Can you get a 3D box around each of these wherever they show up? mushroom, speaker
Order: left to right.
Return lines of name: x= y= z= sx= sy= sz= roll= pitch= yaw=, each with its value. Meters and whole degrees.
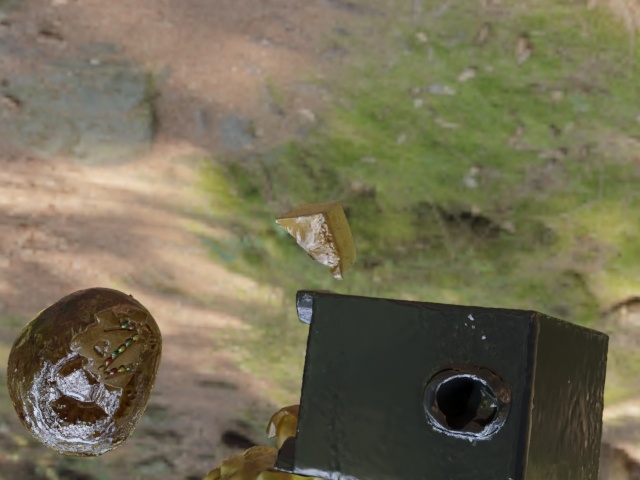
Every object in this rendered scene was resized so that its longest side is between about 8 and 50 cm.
mushroom: x=-0.315 y=0.175 z=1.543 sx=0.194 sy=0.231 sz=0.138 roll=14 pitch=180 yaw=-13
speaker: x=0.117 y=0.154 z=1.111 sx=0.254 sy=0.184 sz=0.232 roll=3 pitch=173 yaw=30

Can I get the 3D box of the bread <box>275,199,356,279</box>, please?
bread: x=0.000 y=0.000 z=1.683 sx=0.080 sy=0.109 sz=0.084 roll=-10 pitch=-163 yaw=29

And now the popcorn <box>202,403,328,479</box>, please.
popcorn: x=-0.041 y=0.339 z=1.333 sx=0.225 sy=0.332 sz=0.265 roll=8 pitch=-176 yaw=-33

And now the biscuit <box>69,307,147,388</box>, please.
biscuit: x=-0.201 y=0.107 z=1.128 sx=0.082 sy=0.092 sz=0.016 roll=-22 pitch=-148 yaw=-30
